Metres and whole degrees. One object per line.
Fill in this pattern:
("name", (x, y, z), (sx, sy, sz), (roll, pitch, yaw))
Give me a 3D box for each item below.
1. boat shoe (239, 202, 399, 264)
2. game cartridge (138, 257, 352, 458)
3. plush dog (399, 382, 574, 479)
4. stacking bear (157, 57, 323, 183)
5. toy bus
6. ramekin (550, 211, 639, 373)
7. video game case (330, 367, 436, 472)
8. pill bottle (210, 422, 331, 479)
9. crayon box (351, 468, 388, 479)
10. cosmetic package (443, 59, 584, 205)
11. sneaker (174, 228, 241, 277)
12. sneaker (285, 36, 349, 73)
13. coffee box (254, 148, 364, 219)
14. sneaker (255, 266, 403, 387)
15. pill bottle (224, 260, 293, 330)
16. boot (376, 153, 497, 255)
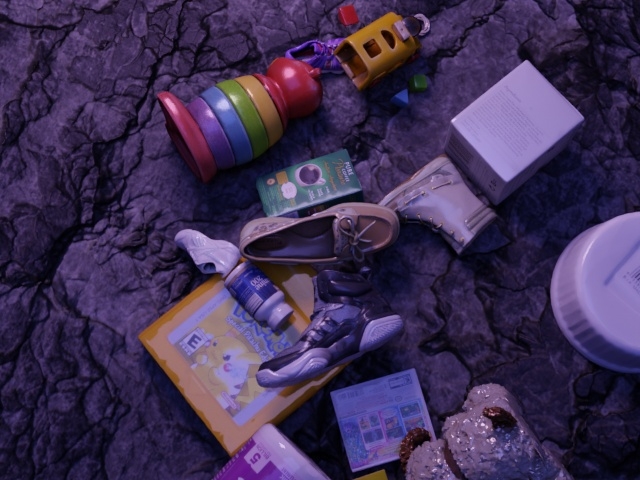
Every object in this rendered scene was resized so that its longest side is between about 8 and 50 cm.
("boat shoe", (0.000, 0.000, 1.486), (0.285, 0.089, 0.105), (-9, 104, 1))
("game cartridge", (-0.115, 0.176, 1.523), (0.323, 0.053, 0.285), (-40, 78, -6))
("plush dog", (0.241, 0.363, 1.365), (0.225, 0.210, 0.262), (-41, 51, 10))
("stacking bear", (-0.129, -0.240, 1.577), (0.289, 0.175, 0.164), (-30, 75, -12))
("toy bus", (0.128, -0.368, 1.587), (0.190, 0.104, 0.202), (11, 76, -15))
("ramekin", (0.548, 0.084, 1.467), (0.277, 0.135, 0.277), (-1, 76, 3))
("video game case", (0.111, 0.314, 1.494), (0.157, 0.019, 0.143), (-16, 76, -2))
("pill bottle", (-0.130, 0.462, 1.393), (0.169, 0.169, 0.301), (42, 82, 11))
("crayon box", (0.064, 0.545, 1.350), (0.081, 0.202, 0.319), (-29, 71, 41))
("cosmetic package", (0.343, -0.191, 1.536), (0.183, 0.151, 0.151), (-39, 78, -5))
("sneaker", (-0.214, 0.022, 1.540), (0.152, 0.054, 0.061), (16, 66, 34))
("sneaker", (0.013, -0.356, 1.635), (0.169, 0.071, 0.068), (-16, 77, -3))
("coffee box", (-0.021, -0.093, 1.569), (0.184, 0.040, 0.113), (-19, 51, -2))
("sneaker", (-0.005, 0.143, 1.459), (0.268, 0.101, 0.153), (-23, 75, -11))
("pill bottle", (-0.105, 0.097, 1.486), (0.067, 0.067, 0.120), (-44, 79, -8))
("boot", (0.195, -0.034, 1.547), (0.213, 0.077, 0.165), (-39, 80, -7))
